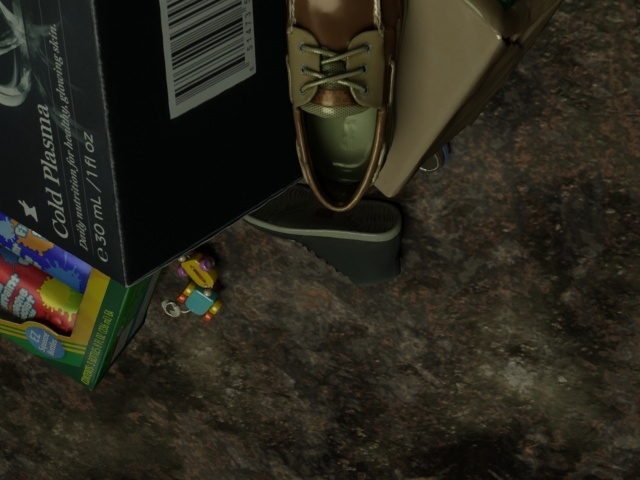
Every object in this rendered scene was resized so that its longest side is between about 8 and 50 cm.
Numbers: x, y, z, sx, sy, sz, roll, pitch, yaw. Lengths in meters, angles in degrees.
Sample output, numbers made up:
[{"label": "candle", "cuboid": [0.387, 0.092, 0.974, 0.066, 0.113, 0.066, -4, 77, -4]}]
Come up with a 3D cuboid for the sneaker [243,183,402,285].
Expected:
[{"label": "sneaker", "cuboid": [0.000, 0.000, 2.244, 0.222, 0.083, 0.118, 11, 139, 15]}]

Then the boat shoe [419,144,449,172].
[{"label": "boat shoe", "cuboid": [0.081, -0.137, 2.061, 0.183, 0.066, 0.066, 41, 139, -19]}]

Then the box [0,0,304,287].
[{"label": "box", "cuboid": [-0.273, -0.289, 1.732, 0.471, 0.297, 0.480, 28, 136, 35]}]

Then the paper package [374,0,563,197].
[{"label": "paper package", "cuboid": [0.055, -0.264, 1.786, 0.325, 0.168, 0.309, 43, 142, 8]}]

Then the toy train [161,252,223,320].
[{"label": "toy train", "cuboid": [-0.197, 0.043, 2.428, 0.125, 0.046, 0.166, 11, 138, 25]}]

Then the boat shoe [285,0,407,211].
[{"label": "boat shoe", "cuboid": [0.024, -0.166, 1.641, 0.122, 0.120, 0.324, -1, 131, 8]}]

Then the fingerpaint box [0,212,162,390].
[{"label": "fingerpaint box", "cuboid": [-0.389, -0.046, 2.299, 0.371, 0.163, 0.445, 32, 141, 3]}]
